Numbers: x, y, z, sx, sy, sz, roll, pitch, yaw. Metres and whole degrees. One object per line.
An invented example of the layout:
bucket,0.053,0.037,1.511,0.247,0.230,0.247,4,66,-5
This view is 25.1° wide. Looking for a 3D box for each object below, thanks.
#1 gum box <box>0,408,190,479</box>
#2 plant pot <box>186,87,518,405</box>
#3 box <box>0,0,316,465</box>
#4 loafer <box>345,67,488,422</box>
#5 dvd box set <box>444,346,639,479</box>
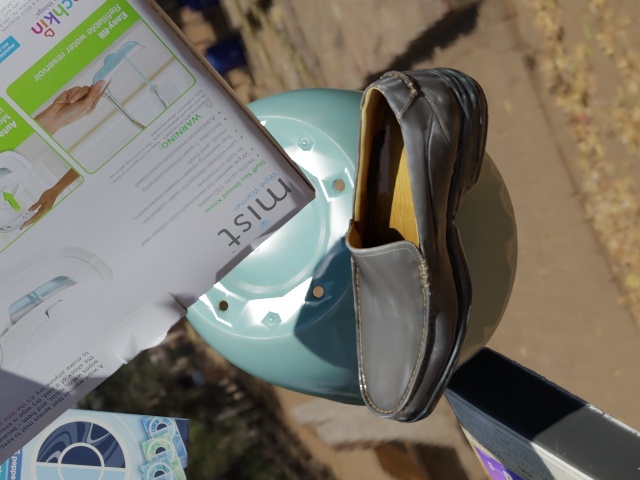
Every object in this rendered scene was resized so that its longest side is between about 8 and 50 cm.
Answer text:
gum box,-0.201,0.216,1.166,0.041,0.184,0.157,151,123,-61
plant pot,0.000,0.000,1.252,0.293,0.293,0.235,66,-161,14
box,-0.177,-0.035,0.832,0.231,0.262,0.127,47,-177,-39
loafer,0.033,0.003,0.671,0.062,0.061,0.170,8,97,43
dvd box set,0.284,0.304,1.226,0.308,0.062,0.420,28,152,56
